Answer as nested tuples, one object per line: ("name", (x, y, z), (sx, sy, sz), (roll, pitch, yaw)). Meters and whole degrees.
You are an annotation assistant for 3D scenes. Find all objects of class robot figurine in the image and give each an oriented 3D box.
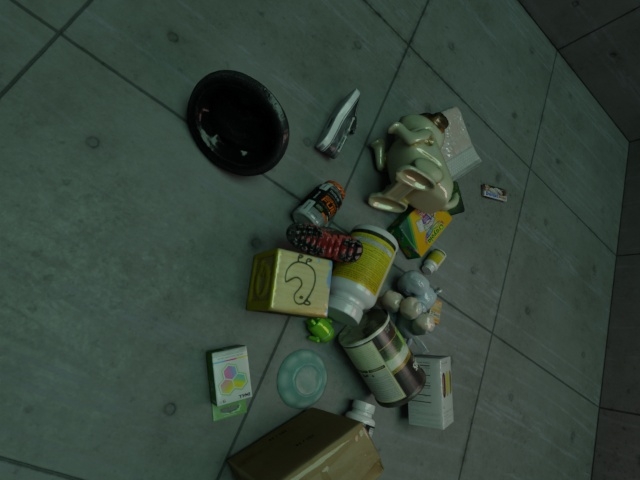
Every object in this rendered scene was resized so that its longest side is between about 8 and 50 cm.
("robot figurine", (0.002, 0.303, 1.392), (0.115, 0.067, 0.101), (48, 53, -16))

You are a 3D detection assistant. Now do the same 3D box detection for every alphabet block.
("alphabet block", (-0.100, 0.142, 1.285), (0.197, 0.194, 0.192), (13, 73, -29))

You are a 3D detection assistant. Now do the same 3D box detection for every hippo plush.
("hippo plush", (0.374, 0.243, 1.535), (0.294, 0.234, 0.236), (51, 61, -14))

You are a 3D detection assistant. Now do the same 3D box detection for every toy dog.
("toy dog", (0.398, -0.336, 1.611), (0.396, 0.284, 0.407), (13, 63, -10))

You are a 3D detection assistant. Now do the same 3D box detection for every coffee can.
("coffee can", (0.216, 0.411, 1.427), (0.202, 0.202, 0.275), (-38, 102, -31))

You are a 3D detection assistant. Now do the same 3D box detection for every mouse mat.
("mouse mat", (0.595, -0.191, 1.883), (0.190, 0.007, 0.152), (-15, 90, -32))

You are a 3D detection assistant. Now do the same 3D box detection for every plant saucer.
("plant saucer", (-0.050, 0.463, 1.351), (0.195, 0.038, 0.194), (7, 77, -31))

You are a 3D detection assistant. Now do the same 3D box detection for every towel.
("towel", (0.603, -0.445, 1.902), (0.332, 0.053, 0.316), (-31, 97, -33))

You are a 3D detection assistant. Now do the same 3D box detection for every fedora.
("fedora", (-0.243, -0.373, 1.287), (0.333, 0.334, 0.152), (54, 24, -13))

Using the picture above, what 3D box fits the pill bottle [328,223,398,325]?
("pill bottle", (0.134, 0.122, 1.434), (0.188, 0.188, 0.333), (38, 64, -21))

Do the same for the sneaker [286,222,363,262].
("sneaker", (0.000, 0.001, 1.322), (0.276, 0.135, 0.097), (15, 98, -30))

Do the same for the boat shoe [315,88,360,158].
("boat shoe", (0.092, -0.446, 1.557), (0.102, 0.108, 0.301), (35, 68, -22))

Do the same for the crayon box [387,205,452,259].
("crayon box", (0.422, -0.070, 1.709), (0.278, 0.081, 0.165), (-44, 105, -30))

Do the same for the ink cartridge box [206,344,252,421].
("ink cartridge box", (-0.269, 0.425, 1.206), (0.109, 0.062, 0.208), (-4, 84, -33))

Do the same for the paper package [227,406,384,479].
("paper package", (-0.050, 0.646, 1.157), (0.325, 0.310, 0.167), (-21, 91, -33))

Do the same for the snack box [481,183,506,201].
("snack box", (0.882, -0.240, 2.059), (0.179, 0.022, 0.064), (8, 79, -31))

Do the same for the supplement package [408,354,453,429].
("supplement package", (0.416, 0.565, 1.540), (0.139, 0.134, 0.243), (14, 73, -56))

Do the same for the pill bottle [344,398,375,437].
("pill bottle", (0.124, 0.651, 1.383), (0.108, 0.108, 0.193), (30, 67, -24))

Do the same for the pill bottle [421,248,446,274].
("pill bottle", (0.481, 0.092, 1.727), (0.116, 0.065, 0.065), (-44, 105, -30))

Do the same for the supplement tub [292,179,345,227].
("supplement tub", (-0.001, -0.121, 1.435), (0.117, 0.117, 0.190), (49, 61, -16))

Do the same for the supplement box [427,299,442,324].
("supplement box", (0.471, 0.297, 1.702), (0.062, 0.036, 0.098), (24, 70, -26))
